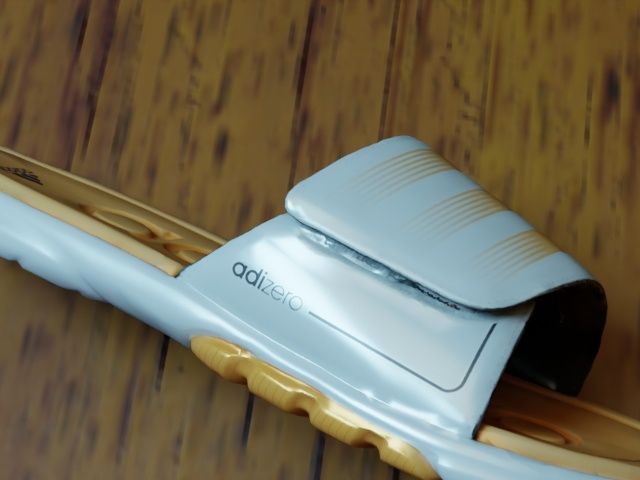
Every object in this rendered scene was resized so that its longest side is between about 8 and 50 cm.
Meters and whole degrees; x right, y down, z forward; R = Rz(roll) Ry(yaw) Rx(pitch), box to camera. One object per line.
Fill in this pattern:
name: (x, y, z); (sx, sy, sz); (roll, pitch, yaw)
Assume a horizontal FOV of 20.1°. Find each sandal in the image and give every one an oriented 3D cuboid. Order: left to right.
sandal: (-0.004, 0.000, 0.514); (0.265, 0.102, 0.076); (24, 99, 16)
